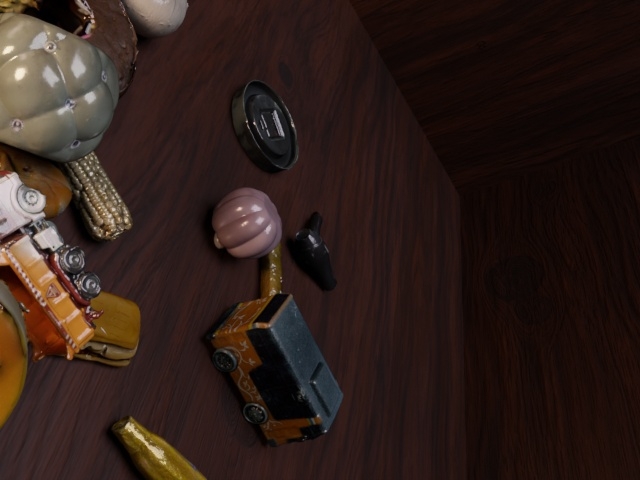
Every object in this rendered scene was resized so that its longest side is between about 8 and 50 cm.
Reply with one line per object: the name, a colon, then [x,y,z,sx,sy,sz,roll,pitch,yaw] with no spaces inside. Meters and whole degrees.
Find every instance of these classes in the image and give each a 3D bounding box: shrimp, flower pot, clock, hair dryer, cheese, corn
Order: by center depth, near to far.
shrimp: [-0.534,-0.102,0.936,0.287,0.063,0.152,6,53,-48]
flower pot: [-0.456,-0.241,0.969,0.246,0.246,0.195,18,92,-57]
corn: [-0.434,-0.096,1.121,0.211,0.087,0.087,62,28,-4]
cheese: [-0.398,-0.567,1.383,0.198,0.154,0.189,27,57,-54]
clock: [-0.162,-0.336,1.775,0.280,0.055,0.281,38,43,-47]
hair dryer: [0.000,0.000,1.852,0.272,0.091,0.236,-82,152,-46]

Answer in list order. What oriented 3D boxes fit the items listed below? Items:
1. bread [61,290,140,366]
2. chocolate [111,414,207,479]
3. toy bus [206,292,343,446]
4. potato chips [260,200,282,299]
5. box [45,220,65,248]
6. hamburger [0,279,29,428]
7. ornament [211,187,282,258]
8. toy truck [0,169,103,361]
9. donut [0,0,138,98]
bread: [-0.397,0.149,1.048,0.200,0.077,0.116,31,40,-52]
chocolate: [-0.293,0.401,1.076,0.219,0.085,0.086,57,31,-23]
toy bus: [-0.096,0.297,1.369,0.324,0.194,0.162,63,28,-15]
potato chips: [-0.137,0.073,1.574,0.080,0.057,0.408,29,49,-44]
box: [-0.484,0.022,0.962,0.122,0.069,0.084,-23,96,-62]
hamburger: [-0.497,0.143,0.700,0.294,0.179,0.276,-52,124,-23]
ornament: [-0.186,-0.037,1.463,0.177,0.177,0.178,39,42,-46]
toy truck: [-0.431,0.041,0.865,0.135,0.114,0.271,-52,123,-49]
donut: [-0.499,-0.433,1.142,0.345,0.136,0.260,51,32,-35]
